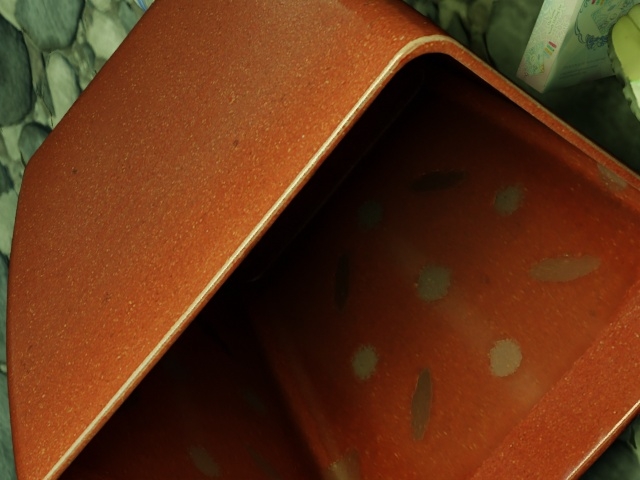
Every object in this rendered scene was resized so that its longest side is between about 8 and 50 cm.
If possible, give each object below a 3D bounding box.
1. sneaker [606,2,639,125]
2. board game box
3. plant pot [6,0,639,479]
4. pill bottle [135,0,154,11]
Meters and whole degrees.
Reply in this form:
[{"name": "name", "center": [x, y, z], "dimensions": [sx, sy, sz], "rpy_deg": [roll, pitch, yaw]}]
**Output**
[{"name": "sneaker", "center": [0.292, -0.022, 0.625], "dimensions": [0.182, 0.158, 0.410], "rpy_deg": [-51, 49, 1]}, {"name": "board game box", "center": [0.140, -0.119, 0.752], "dimensions": [0.020, 0.090, 0.090], "rpy_deg": [37, 125, 30]}, {"name": "plant pot", "center": [0.000, 0.000, 0.785], "dimensions": [0.267, 0.267, 0.236], "rpy_deg": [-49, 42, 14]}, {"name": "pill bottle", "center": [-0.046, -0.145, 0.946], "dimensions": [0.137, 0.078, 0.078], "rpy_deg": [35, 124, 34]}]
